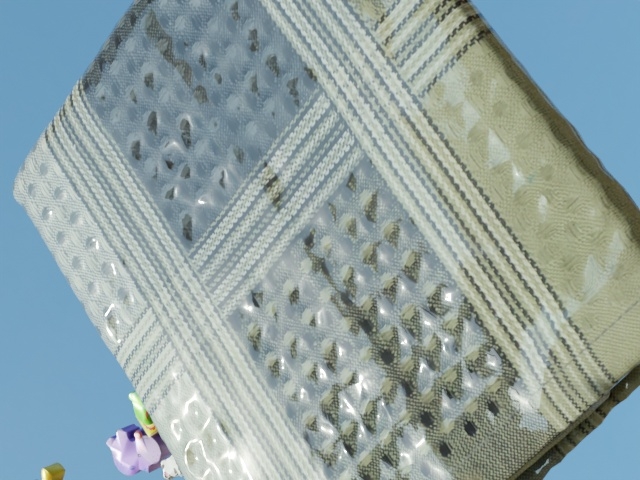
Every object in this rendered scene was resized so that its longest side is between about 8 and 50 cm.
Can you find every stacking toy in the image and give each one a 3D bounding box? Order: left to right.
[{"bbox_3d":[-0.118,0.149,1.328,0.221,0.052,0.167,-41,-13,34],"label":"stacking toy"}]

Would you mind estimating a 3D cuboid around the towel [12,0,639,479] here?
[{"bbox_3d":[0.000,0.000,0.797,0.056,0.324,0.312,-10,-30,-47],"label":"towel"}]
